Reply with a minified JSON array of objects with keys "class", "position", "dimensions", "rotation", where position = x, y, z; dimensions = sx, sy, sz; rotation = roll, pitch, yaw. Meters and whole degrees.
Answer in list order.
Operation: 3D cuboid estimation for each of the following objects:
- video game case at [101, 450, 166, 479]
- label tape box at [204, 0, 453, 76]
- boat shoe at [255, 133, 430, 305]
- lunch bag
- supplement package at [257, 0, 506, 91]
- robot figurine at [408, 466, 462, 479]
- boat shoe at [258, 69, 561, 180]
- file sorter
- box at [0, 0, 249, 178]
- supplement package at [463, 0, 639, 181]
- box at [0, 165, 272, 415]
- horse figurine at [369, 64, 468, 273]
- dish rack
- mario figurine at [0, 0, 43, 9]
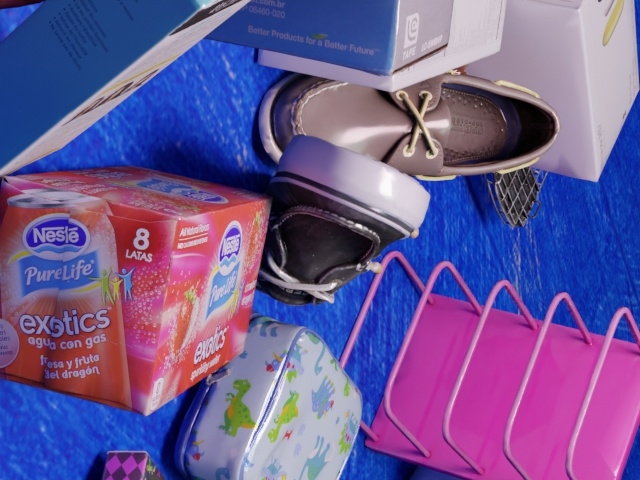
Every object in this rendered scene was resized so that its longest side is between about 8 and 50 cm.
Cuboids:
[{"class":"video game case","position":[-0.149,0.321,1.171],"dimensions":[0.210,0.042,0.232],"rotation":[71,23,-53]},{"class":"label tape box","position":[-0.026,-0.297,0.943],"dimensions":[0.106,0.241,0.333],"rotation":[-33,132,-55]},{"class":"boat shoe","position":[0.000,0.000,1.166],"dimensions":[0.119,0.121,0.335],"rotation":[-65,-175,-9]},{"class":"lunch bag","position":[-0.046,0.179,1.333],"dimensions":[0.176,0.090,0.219],"rotation":[-67,153,-20]},{"class":"supplement package","position":[0.064,-0.227,1.287],"dimensions":[0.244,0.134,0.139],"rotation":[-27,127,-58]},{"class":"robot figurine","position":[0.222,0.369,1.851],"dimensions":[0.353,0.200,0.300],"rotation":[53,19,-59]},{"class":"boat shoe","position":[0.090,-0.109,1.339],"dimensions":[0.324,0.097,0.116],"rotation":[0,90,-42]},{"class":"file sorter","position":[0.187,0.147,1.566],"dimensions":[0.202,0.291,0.182],"rotation":[-67,150,-18]},{"class":"box","position":[-0.132,-0.114,0.845],"dimensions":[0.060,0.244,0.100],"rotation":[56,39,-4]},{"class":"supplement package","position":[0.213,-0.215,1.518],"dimensions":[0.145,0.204,0.262],"rotation":[-60,151,-28]},{"class":"box","position":[-0.125,0.024,0.982],"dimensions":[0.257,0.123,0.128],"rotation":[-21,123,-79]},{"class":"horse figurine","position":[0.063,-0.078,1.438],"dimensions":[0.174,0.066,0.263],"rotation":[32,77,-57]},{"class":"dish rack","position":[0.259,-0.159,1.802],"dimensions":[0.271,0.074,0.208],"rotation":[-65,151,-17]},{"class":"mario figurine","position":[-0.202,-0.204,0.707],"dimensions":[0.198,0.170,0.320],"rotation":[-45,152,17]}]
